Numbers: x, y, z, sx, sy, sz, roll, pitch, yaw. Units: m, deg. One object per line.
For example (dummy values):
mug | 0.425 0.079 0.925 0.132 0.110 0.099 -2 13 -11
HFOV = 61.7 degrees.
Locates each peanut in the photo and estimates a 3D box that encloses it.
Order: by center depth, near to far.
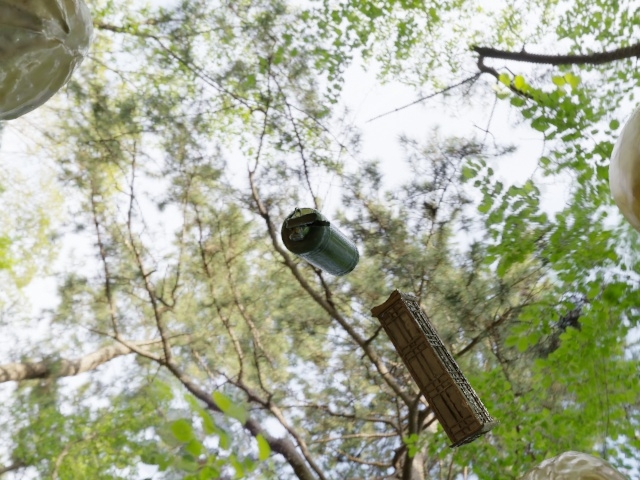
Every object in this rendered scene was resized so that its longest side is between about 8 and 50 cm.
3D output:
peanut | -0.265 -0.121 0.375 0.215 0.090 0.098 -19 -88 -1
peanut | 0.310 0.329 0.609 0.159 0.291 0.143 16 -107 50

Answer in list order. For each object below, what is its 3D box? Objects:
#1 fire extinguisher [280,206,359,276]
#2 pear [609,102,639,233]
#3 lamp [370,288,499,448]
fire extinguisher | 0.000 0.000 1.063 0.115 0.311 0.095 -2 -104 20
pear | 0.536 -0.103 0.715 0.281 0.281 0.280 1 -88 30
lamp | 0.228 0.255 1.104 0.090 0.089 0.325 -43 -123 20
